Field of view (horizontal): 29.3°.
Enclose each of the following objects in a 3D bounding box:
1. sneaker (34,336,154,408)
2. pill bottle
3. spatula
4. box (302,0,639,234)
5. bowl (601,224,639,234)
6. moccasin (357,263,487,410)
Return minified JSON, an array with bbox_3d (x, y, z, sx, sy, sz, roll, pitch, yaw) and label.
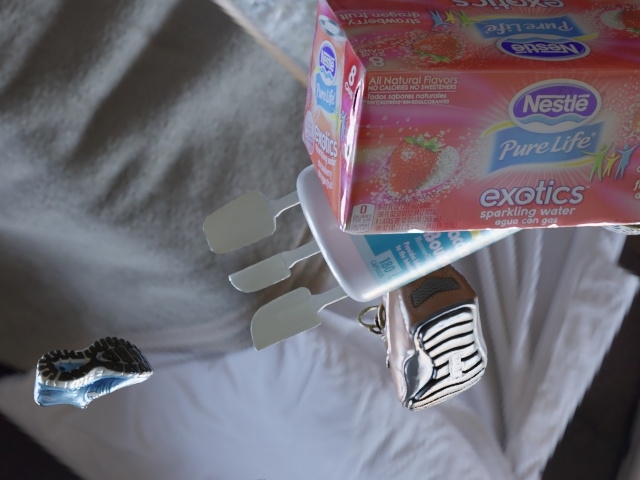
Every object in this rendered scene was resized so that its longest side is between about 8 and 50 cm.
[{"bbox_3d":[-0.278,0.165,1.483,0.162,0.063,0.073,-3,134,-41],"label":"sneaker"},{"bbox_3d":[0.121,-0.056,1.176,0.264,0.146,0.146,-26,140,9],"label":"pill bottle"},{"bbox_3d":[0.000,0.000,1.353,0.242,0.168,0.019,-26,170,15],"label":"spatula"},{"bbox_3d":[0.149,-0.105,0.967,0.300,0.154,0.142,-2,125,-13],"label":"box"},{"bbox_3d":[0.423,-0.066,1.710,0.170,0.170,0.080,21,147,5],"label":"bowl"},{"bbox_3d":[0.131,0.116,1.603,0.139,0.147,0.380,-26,152,-1],"label":"moccasin"}]
